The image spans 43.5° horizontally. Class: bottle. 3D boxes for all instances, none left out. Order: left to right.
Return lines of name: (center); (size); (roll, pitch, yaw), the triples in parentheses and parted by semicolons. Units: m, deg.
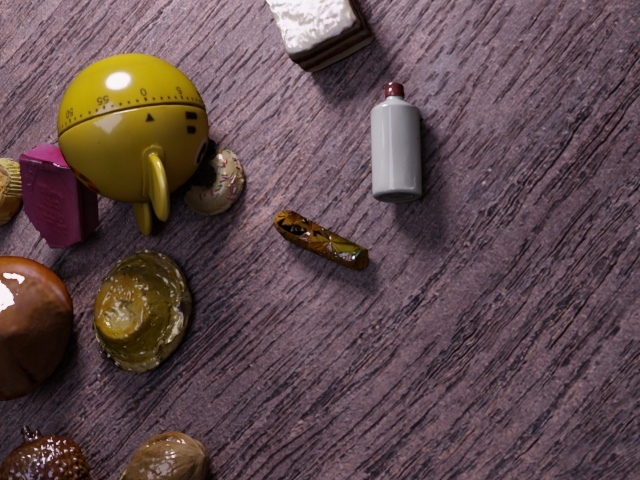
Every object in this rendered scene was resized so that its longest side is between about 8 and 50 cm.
bottle: (0.156, -0.206, 1.660); (0.104, 0.104, 0.245); (-5, 77, 25)

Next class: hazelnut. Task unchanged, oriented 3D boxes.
hazelnut: (-0.767, 0.200, 1.930); (0.372, 0.315, 0.372); (-32, 36, 27)

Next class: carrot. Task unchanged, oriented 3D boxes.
carrot: (0.000, 0.000, 1.719); (0.228, 0.069, 0.069); (26, 92, 26)

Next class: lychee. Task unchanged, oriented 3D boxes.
lychee: (-0.639, 0.538, 1.853); (0.200, 0.200, 0.238); (-30, 81, 18)

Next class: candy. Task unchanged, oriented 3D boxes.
candy: (-0.023, -0.549, 1.800); (0.179, 0.135, 0.321); (-28, 71, 18)

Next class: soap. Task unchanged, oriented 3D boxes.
soap: (-0.633, -0.101, 1.970); (0.162, 0.099, 0.250); (10, 123, 9)

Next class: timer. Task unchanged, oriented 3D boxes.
timer: (-0.408, -0.212, 1.820); (0.376, 0.376, 0.387); (-17, 86, 22)

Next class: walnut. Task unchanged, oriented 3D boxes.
walnut: (-0.324, 0.490, 1.726); (0.184, 0.155, 0.156); (-20, 72, 18)

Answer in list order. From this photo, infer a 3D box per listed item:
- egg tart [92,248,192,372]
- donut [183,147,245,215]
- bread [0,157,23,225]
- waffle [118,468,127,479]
egg tart: (-0.436, 0.161, 1.869); (0.294, 0.116, 0.295); (-5, 78, 23)
donut: (-0.242, -0.123, 1.857); (0.166, 0.065, 0.108); (-47, 65, 11)
bread: (-0.867, -0.128, 2.140); (0.132, 0.114, 0.191); (38, 106, 17)
waffle: (-0.451, 0.620, 1.824); (0.160, 0.046, 0.192); (-11, 75, 23)
